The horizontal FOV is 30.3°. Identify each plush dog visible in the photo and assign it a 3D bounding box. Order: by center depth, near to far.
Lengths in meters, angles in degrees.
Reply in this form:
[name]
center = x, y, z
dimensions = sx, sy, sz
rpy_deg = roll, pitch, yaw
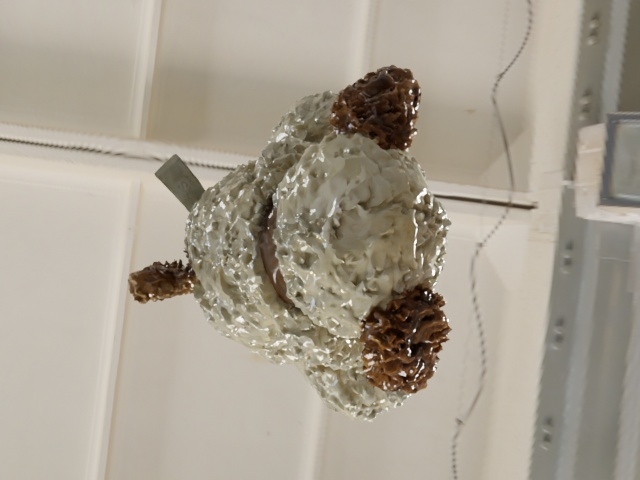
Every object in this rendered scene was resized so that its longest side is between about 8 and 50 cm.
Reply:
[plush dog]
center = 0.000, 0.000, 0.837
dimensions = 0.210, 0.225, 0.262
rpy_deg = -3, -101, -35
